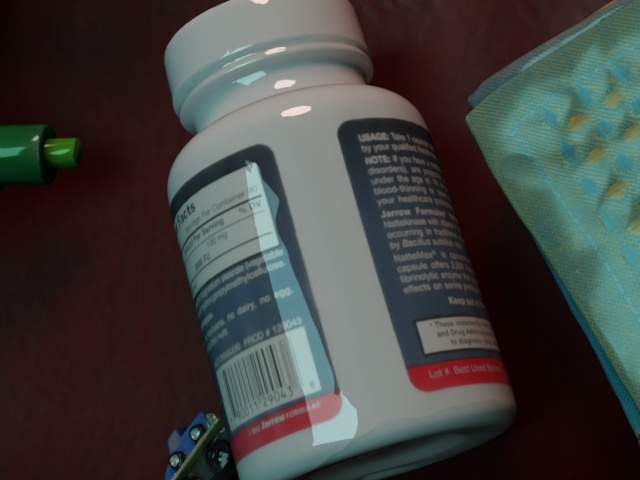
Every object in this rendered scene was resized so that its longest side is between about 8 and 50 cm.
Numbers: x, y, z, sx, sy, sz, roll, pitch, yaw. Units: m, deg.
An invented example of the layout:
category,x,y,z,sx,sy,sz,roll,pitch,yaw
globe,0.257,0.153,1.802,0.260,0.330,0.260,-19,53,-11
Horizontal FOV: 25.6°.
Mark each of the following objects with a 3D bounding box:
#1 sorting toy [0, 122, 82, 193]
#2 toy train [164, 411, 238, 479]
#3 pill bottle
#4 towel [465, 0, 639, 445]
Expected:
category,x,y,z,sx,sy,sz,roll,pitch,yaw
sorting toy,-0.149,-0.188,0.678,0.126,0.127,0.365,-1,80,8
toy train,-0.079,0.133,0.625,0.158,0.027,0.036,-52,51,16
pill bottle,0.000,0.000,0.545,0.108,0.108,0.180,-24,72,27
towel,0.255,-0.027,0.437,0.370,0.040,0.271,-32,70,22
